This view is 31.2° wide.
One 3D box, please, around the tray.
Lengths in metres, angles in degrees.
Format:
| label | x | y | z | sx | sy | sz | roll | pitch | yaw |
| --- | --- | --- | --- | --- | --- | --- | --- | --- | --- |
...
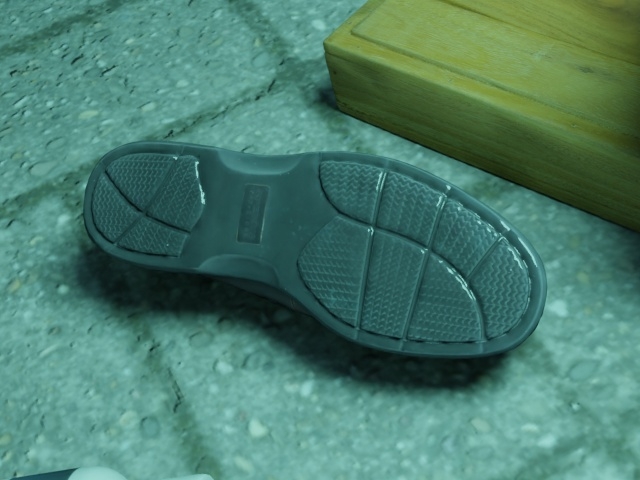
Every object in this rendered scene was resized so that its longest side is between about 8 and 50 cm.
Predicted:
| label | x | y | z | sx | sy | sz | roll | pitch | yaw |
| --- | --- | --- | --- | --- | --- | --- | --- | --- | --- |
| tray | 0.223 | -0.109 | 0.762 | 0.411 | 0.076 | 0.203 | 27 | 60 | 33 |

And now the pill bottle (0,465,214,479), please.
| label | x | y | z | sx | sy | sz | roll | pitch | yaw |
| --- | --- | --- | --- | --- | --- | --- | --- | --- | --- |
| pill bottle | -0.138 | 0.171 | 0.575 | 0.180 | 0.108 | 0.108 | -10 | 46 | 5 |

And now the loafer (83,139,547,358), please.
| label | x | y | z | sx | sy | sz | roll | pitch | yaw |
| --- | --- | --- | --- | --- | --- | --- | --- | --- | --- |
| loafer | 0.000 | 0.000 | 0.710 | 0.303 | 0.095 | 0.109 | 14 | 87 | 23 |
